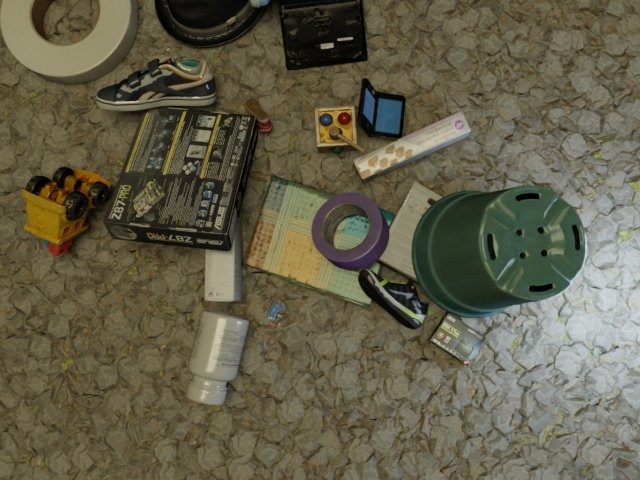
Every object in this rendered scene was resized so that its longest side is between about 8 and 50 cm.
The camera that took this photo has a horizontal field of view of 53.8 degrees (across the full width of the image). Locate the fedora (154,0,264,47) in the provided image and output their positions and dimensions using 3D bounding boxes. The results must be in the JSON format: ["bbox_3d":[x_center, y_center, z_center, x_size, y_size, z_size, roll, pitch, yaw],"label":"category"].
[{"bbox_3d":[-0.320,-0.714,1.767,0.335,0.152,0.333,0,83,4],"label":"fedora"}]

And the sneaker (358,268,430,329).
[{"bbox_3d":[0.197,0.136,1.661,0.235,0.084,0.097,43,72,-21],"label":"sneaker"}]

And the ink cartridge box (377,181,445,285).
[{"bbox_3d":[0.272,-0.009,1.684,0.189,0.066,0.232,28,76,-8],"label":"ink cartridge box"}]

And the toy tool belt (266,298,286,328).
[{"bbox_3d":[-0.123,0.198,1.703,0.052,0.051,0.083,19,86,6],"label":"toy tool belt"}]

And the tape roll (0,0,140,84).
[{"bbox_3d":[-0.724,-0.648,1.827,0.393,0.072,0.391,-1,83,4],"label":"tape roll"}]

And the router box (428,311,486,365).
[{"bbox_3d":[0.361,0.261,1.672,0.123,0.038,0.092,33,86,7],"label":"router box"}]

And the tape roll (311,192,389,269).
[{"bbox_3d":[0.078,-0.023,1.632,0.189,0.080,0.188,-7,70,18],"label":"tape roll"}]

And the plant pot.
[{"bbox_3d":[0.430,0.020,1.512,0.342,0.334,0.340,1,85,-9],"label":"plant pot"}]

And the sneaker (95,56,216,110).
[{"bbox_3d":[-0.451,-0.432,1.719,0.322,0.126,0.127,-8,124,-14],"label":"sneaker"}]

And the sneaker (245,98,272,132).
[{"bbox_3d":[-0.173,-0.348,1.776,0.042,0.067,0.118,-30,51,-7],"label":"sneaker"}]

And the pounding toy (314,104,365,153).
[{"bbox_3d":[0.053,-0.293,1.722,0.130,0.100,0.141,-4,84,4],"label":"pounding toy"}]

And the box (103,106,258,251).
[{"bbox_3d":[-0.355,-0.173,1.665,0.319,0.097,0.394,6,60,3],"label":"box"}]

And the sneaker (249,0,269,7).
[{"bbox_3d":[-0.073,-0.743,1.718,0.209,0.127,0.318,10,57,6],"label":"sneaker"}]

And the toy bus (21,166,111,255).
[{"bbox_3d":[-0.691,-0.073,1.721,0.150,0.220,0.211,21,118,12],"label":"toy bus"}]

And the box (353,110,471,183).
[{"bbox_3d":[0.247,-0.252,1.724,0.324,0.067,0.063,-24,83,2],"label":"box"}]

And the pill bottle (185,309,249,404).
[{"bbox_3d":[-0.276,0.307,1.661,0.131,0.131,0.229,13,84,5],"label":"pill bottle"}]

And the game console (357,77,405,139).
[{"bbox_3d":[0.166,-0.359,1.718,0.085,0.124,0.143,-4,67,29],"label":"game console"}]

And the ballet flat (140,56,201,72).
[{"bbox_3d":[-0.430,-0.492,1.798,0.189,0.070,0.070,-17,83,-2],"label":"ballet flat"}]

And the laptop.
[{"bbox_3d":[0.004,-0.640,1.808,0.235,0.136,0.264,-6,109,4],"label":"laptop"}]

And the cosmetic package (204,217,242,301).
[{"bbox_3d":[-0.258,0.048,1.697,0.086,0.117,0.230,1,85,4],"label":"cosmetic package"}]

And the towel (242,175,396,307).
[{"bbox_3d":[0.000,0.000,1.726,0.371,0.040,0.271,18,85,7],"label":"towel"}]
